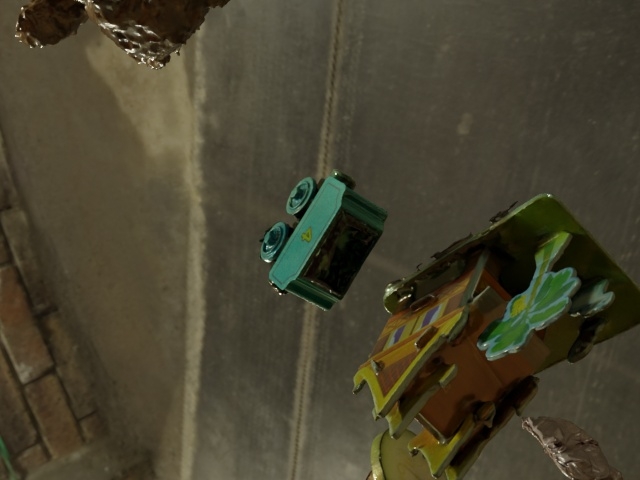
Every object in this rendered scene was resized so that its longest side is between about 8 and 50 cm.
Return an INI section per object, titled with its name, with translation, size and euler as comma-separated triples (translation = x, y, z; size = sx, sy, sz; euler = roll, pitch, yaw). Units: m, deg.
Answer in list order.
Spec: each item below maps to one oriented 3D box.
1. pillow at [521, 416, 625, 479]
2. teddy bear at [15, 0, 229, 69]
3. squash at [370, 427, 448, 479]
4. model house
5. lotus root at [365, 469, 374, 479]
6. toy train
[pillow]
translation = 0.522, 0.428, 1.829
size = 0.248, 0.135, 0.049
euler = -128, 48, -68
[teddy bear]
translation = -0.277, -0.311, 0.962
size = 0.246, 0.296, 0.222
euler = -51, 58, 23
[squash]
translation = 0.170, 0.452, 1.656
size = 0.041, 0.219, 0.219
euler = -40, 80, 26
[model house]
translation = 0.224, 0.160, 1.127
size = 0.242, 0.312, 0.358
euler = 45, 129, -13
[lotus root]
translation = 0.208, 0.609, 2.040
size = 0.188, 0.180, 0.199
euler = -52, 55, 42
[toy train]
translation = 0.000, 0.000, 1.235
size = 0.197, 0.107, 0.154
euler = -59, 29, 3
